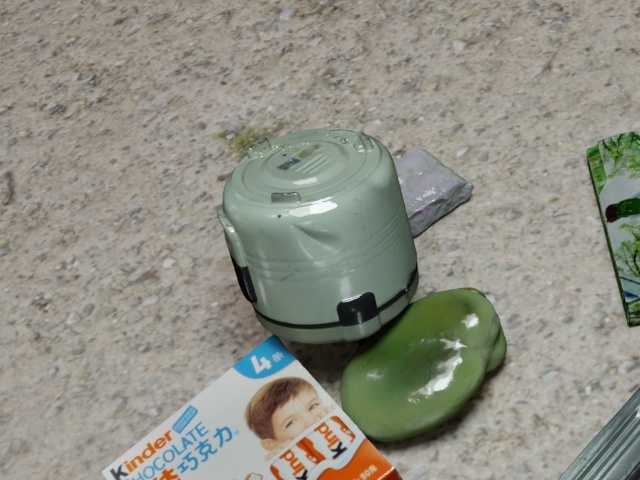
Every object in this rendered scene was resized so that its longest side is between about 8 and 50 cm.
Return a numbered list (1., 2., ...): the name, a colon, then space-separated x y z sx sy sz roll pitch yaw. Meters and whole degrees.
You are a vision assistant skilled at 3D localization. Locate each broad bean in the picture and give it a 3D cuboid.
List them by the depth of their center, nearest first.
1. broad bean: 0.121 0.142 1.622 0.169 0.100 0.228 20 58 40

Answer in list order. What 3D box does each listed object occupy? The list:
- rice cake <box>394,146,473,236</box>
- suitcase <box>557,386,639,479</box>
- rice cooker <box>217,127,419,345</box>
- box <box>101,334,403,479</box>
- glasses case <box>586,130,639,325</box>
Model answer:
1. rice cake: 0.060 -0.017 1.814 0.298 0.050 0.106 -36 48 -15
2. suitcase: 0.311 0.263 1.376 0.128 0.202 0.312 39 68 17
3. rice cooker: 0.000 0.000 1.630 0.226 0.244 0.226 -13 34 9
4. box: -0.084 0.275 1.577 0.273 0.048 0.265 -39 49 -8
5. glasses case: 0.404 -0.021 1.704 0.095 0.062 0.272 -11 46 7
